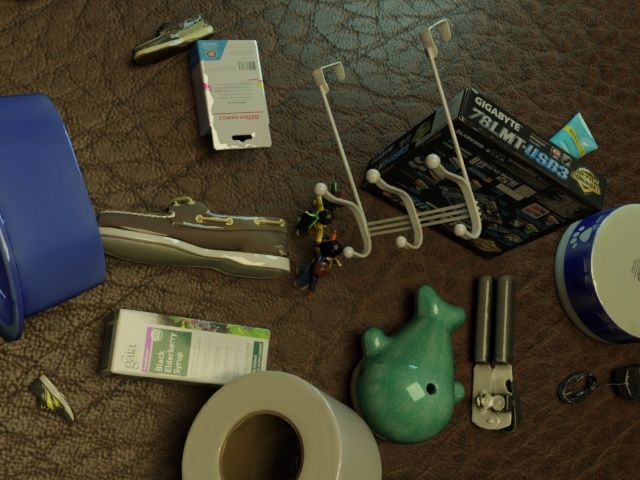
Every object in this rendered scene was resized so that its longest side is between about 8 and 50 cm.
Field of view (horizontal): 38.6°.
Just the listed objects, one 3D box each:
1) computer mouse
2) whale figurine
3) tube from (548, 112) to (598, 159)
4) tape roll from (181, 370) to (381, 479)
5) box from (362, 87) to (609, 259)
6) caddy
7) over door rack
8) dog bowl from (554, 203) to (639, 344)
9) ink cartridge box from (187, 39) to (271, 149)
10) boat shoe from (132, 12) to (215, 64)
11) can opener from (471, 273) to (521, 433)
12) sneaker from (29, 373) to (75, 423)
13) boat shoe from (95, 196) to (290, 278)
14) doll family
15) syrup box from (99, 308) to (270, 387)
[{"bbox_3d":[0.555,0.276,1.746,0.242,0.041,0.071,-2,83,-18],"label":"computer mouse"},{"bbox_3d":[0.167,0.204,1.516,0.216,0.141,0.272,36,68,-15],"label":"whale figurine"},{"bbox_3d":[0.461,-0.170,1.773,0.207,0.052,0.080,-34,103,-31],"label":"tube"},{"bbox_3d":[-0.052,0.325,1.313,0.169,0.246,0.246,43,58,-58],"label":"tape roll"},{"bbox_3d":[0.267,-0.096,1.529,0.296,0.293,0.073,29,62,-17],"label":"box"},{"bbox_3d":[-0.431,-0.037,1.231,0.179,0.241,0.341,-18,88,-31],"label":"caddy"},{"bbox_3d":[0.098,-0.143,1.384,0.108,0.240,0.324,-9,89,-48],"label":"over door rack"},{"bbox_3d":[0.586,0.065,1.753,0.265,0.104,0.264,4,80,-24],"label":"dog bowl"},{"bbox_3d":[-0.148,-0.230,1.491,0.104,0.061,0.181,-6,83,-25],"label":"ink cartridge box"},{"bbox_3d":[-0.242,-0.326,1.473,0.152,0.056,0.049,-29,88,-36],"label":"boat shoe"},{"bbox_3d":[0.313,0.201,1.634,0.093,0.074,0.280,17,73,-57],"label":"can opener"},{"bbox_3d":[-0.387,0.233,1.322,0.035,0.031,0.083,-37,93,-12],"label":"sneaker"},{"bbox_3d":[-0.194,-0.011,1.406,0.324,0.116,0.096,10,72,-27],"label":"boat shoe"},{"bbox_3d":[0.000,0.000,1.491,0.076,0.111,0.193,2,81,-25],"label":"doll family"},{"bbox_3d":[-0.204,0.169,1.377,0.237,0.096,0.093,11,75,-24],"label":"syrup box"}]
